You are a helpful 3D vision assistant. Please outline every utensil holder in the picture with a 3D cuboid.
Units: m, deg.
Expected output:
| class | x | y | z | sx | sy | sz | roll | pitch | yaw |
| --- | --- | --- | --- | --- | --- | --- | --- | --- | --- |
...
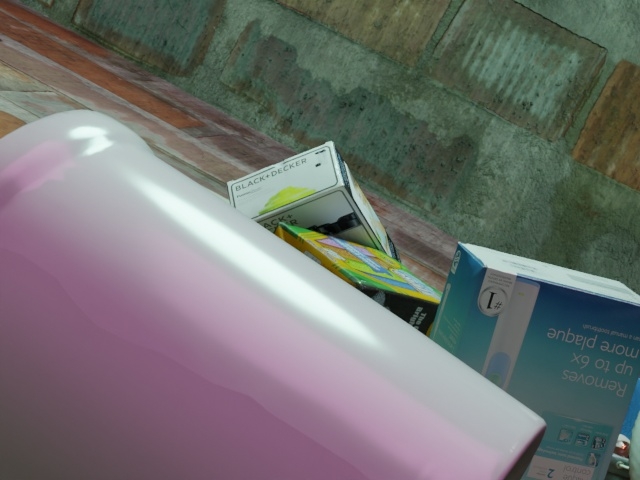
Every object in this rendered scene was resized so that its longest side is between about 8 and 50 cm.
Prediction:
| class | x | y | z | sx | sy | sz | roll | pitch | yaw |
| --- | --- | --- | --- | --- | --- | --- | --- | --- | --- |
| utensil holder | -0.087 | 0.146 | 0.907 | 0.385 | 0.327 | 0.327 | 33 | 11 | 14 |

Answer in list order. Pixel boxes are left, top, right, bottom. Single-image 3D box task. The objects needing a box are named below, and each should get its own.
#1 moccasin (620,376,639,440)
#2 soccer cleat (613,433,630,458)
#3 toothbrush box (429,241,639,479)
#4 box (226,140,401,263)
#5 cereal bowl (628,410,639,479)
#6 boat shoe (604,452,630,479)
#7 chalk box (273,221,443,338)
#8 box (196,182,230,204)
| class | x | y | z | sx | sy | sz | roll | pitch | yaw |
| --- | --- | --- | --- | --- | --- | --- | --- | --- | --- |
| moccasin | 0.548 | 0.288 | 2.310 | 0.117 | 0.137 | 0.342 | 27 | 10 | -28 |
| soccer cleat | 0.425 | 0.312 | 2.092 | 0.196 | 0.068 | 0.076 | 27 | 3 | -44 |
| toothbrush box | 0.228 | 0.176 | 1.513 | 0.216 | 0.295 | 0.126 | 15 | 11 | -10 |
| box | 0.000 | 0.000 | 1.905 | 0.290 | 0.169 | 0.087 | 58 | 15 | -49 |
| cereal bowl | 0.537 | 0.337 | 1.773 | 0.339 | 0.141 | 0.339 | 18 | 56 | -28 |
| boat shoe | 0.376 | 0.298 | 1.920 | 0.319 | 0.099 | 0.116 | 32 | 10 | 22 |
| chalk box | 0.050 | 0.114 | 1.784 | 0.289 | 0.180 | 0.179 | 17 | 15 | -48 |
| box | -0.201 | -0.003 | 1.853 | 0.149 | 0.126 | 0.232 | 28 | 11 | 2 |
